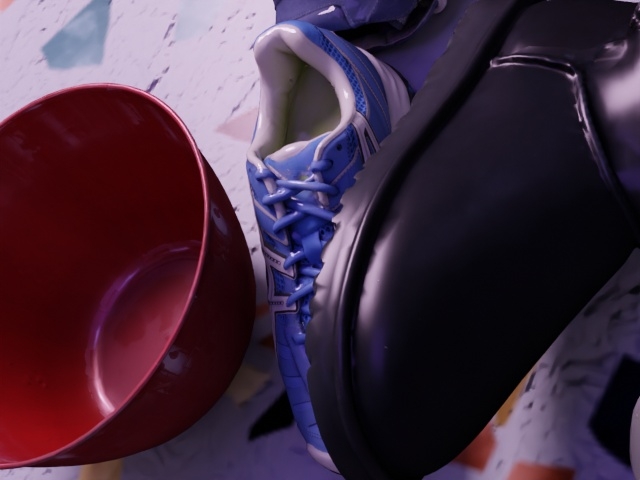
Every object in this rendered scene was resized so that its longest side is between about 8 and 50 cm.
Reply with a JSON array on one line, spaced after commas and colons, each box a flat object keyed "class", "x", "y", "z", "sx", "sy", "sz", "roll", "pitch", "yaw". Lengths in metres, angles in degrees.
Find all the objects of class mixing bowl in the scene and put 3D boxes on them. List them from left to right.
[{"class": "mixing bowl", "x": -0.097, "y": 0.029, "z": 0.739, "sx": 0.181, "sy": 0.098, "sz": 0.181, "roll": -16, "pitch": 60, "yaw": 29}]

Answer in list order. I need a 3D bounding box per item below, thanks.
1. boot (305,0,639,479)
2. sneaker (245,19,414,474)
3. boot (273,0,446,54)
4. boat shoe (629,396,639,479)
[{"class": "boot", "x": 0.124, "y": -0.015, "z": 0.585, "sx": 0.207, "sy": 0.094, "sz": 0.246, "roll": -3, "pitch": 45, "yaw": 36}, {"class": "sneaker", "x": 0.000, "y": 0.000, "z": 0.698, "sx": 0.080, "sy": 0.081, "sz": 0.211, "roll": -20, "pitch": 59, "yaw": 24}, {"class": "boot", "x": 0.056, "y": -0.142, "z": 0.748, "sx": 0.190, "sy": 0.069, "sz": 0.086, "roll": -20, "pitch": 64, "yaw": 36}, {"class": "boat shoe", "x": 0.193, "y": 0.112, "z": 0.505, "sx": 0.227, "sy": 0.081, "sz": 0.079, "roll": 50, "pitch": 139, "yaw": 45}]
